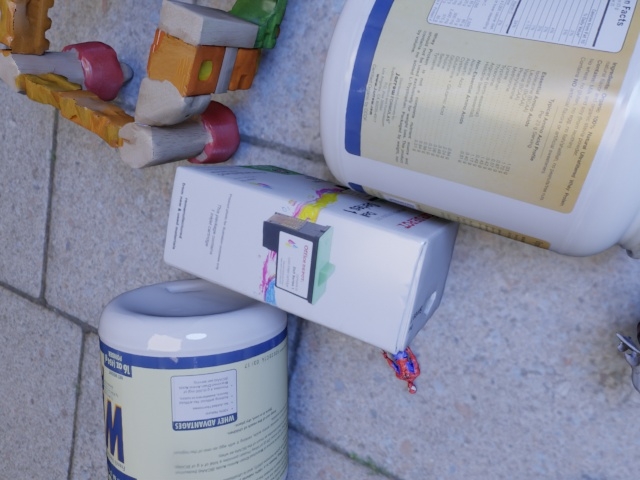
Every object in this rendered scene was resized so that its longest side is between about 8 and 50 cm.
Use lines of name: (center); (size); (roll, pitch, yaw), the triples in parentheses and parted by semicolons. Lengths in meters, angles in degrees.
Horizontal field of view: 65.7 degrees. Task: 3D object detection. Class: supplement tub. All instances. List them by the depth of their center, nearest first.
supplement tub: (0.182, -0.118, 0.455); (0.316, 0.228, 0.228); (20, 105, 20)
supplement tub: (-0.159, 0.230, 0.658); (0.235, 0.235, 0.325); (4, 99, 24)

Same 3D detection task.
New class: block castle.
block castle: (-0.186, -0.336, 0.583); (0.303, 0.213, 0.453); (29, 117, 14)

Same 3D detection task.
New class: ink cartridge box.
ink cartridge box: (0.000, 0.000, 0.569); (0.278, 0.201, 0.117); (18, 105, 21)

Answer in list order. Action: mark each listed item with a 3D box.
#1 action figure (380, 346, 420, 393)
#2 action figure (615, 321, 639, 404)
action figure: (0.101, 0.144, 0.642); (0.038, 0.030, 0.115); (-21, 91, 21)
action figure: (0.362, 0.035, 0.434); (0.099, 0.185, 0.285); (34, 105, 36)
